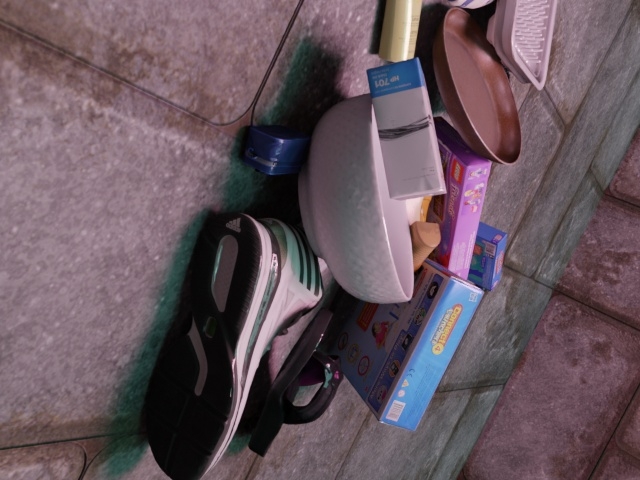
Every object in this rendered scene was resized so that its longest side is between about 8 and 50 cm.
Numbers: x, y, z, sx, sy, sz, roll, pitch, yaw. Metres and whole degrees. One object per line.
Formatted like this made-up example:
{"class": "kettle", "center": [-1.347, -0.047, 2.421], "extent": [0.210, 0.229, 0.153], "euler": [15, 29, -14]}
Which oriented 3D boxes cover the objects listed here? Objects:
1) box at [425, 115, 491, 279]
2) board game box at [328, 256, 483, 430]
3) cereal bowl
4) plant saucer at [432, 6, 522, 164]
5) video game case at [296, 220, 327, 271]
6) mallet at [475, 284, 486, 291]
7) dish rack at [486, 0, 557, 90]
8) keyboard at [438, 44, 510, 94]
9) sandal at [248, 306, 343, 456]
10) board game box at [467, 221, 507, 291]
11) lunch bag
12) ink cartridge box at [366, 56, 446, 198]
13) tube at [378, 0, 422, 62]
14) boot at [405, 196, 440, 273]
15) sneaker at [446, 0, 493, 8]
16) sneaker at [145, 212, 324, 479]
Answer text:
{"class": "box", "center": [0.258, -0.083, 1.398], "extent": [0.057, 0.201, 0.293], "euler": [-11, 130, -16]}
{"class": "board game box", "center": [0.161, 0.177, 1.375], "extent": [0.086, 0.302, 0.308], "euler": [22, 98, -22]}
{"class": "cereal bowl", "center": [0.054, -0.060, 1.085], "extent": [0.339, 0.141, 0.338], "euler": [-9, 90, -76]}
{"class": "plant saucer", "center": [0.291, -0.282, 1.253], "extent": [0.311, 0.050, 0.310], "euler": [29, 52, -46]}
{"class": "video game case", "center": [0.000, 0.000, 1.256], "extent": [0.157, 0.019, 0.143], "euler": [-38, 142, -33]}
{"class": "mallet", "center": [0.490, 0.106, 2.074], "extent": [0.062, 0.039, 0.190], "euler": [-59, 146, -4]}
{"class": "dish rack", "center": [0.415, -0.496, 1.355], "extent": [0.285, 0.072, 0.332], "euler": [12, 86, -60]}
{"class": "keyboard", "center": [0.333, -0.330, 1.410], "extent": [0.317, 0.033, 0.201], "euler": [-15, 104, -50]}
{"class": "sandal", "center": [-0.028, 0.272, 1.225], "extent": [0.167, 0.107, 0.445], "euler": [-58, 173, -40]}
{"class": "board game box", "center": [0.326, 0.010, 1.568], "extent": [0.047, 0.210, 0.160], "euler": [-43, 146, -31]}
{"class": "lunch bag", "center": [-0.069, -0.131, 0.994], "extent": [0.098, 0.067, 0.065], "euler": [-13, 125, -51]}
{"class": "ink cartridge box", "center": [0.132, -0.159, 0.998], "extent": [0.139, 0.082, 0.190], "euler": [-7, 88, -78]}
{"class": "tube", "center": [0.141, -0.417, 1.092], "extent": [0.070, 0.062, 0.240], "euler": [-93, -171, -65]}
{"class": "boot", "center": [0.146, -0.057, 1.344], "extent": [0.104, 0.295, 0.211], "euler": [12, 148, -23]}
{"class": "sneaker", "center": [0.290, -0.549, 1.154], "extent": [0.131, 0.112, 0.296], "euler": [-28, 135, -43]}
{"class": "sneaker", "center": [-0.108, 0.178, 1.089], "extent": [0.257, 0.169, 0.447], "euler": [3, 110, -55]}
